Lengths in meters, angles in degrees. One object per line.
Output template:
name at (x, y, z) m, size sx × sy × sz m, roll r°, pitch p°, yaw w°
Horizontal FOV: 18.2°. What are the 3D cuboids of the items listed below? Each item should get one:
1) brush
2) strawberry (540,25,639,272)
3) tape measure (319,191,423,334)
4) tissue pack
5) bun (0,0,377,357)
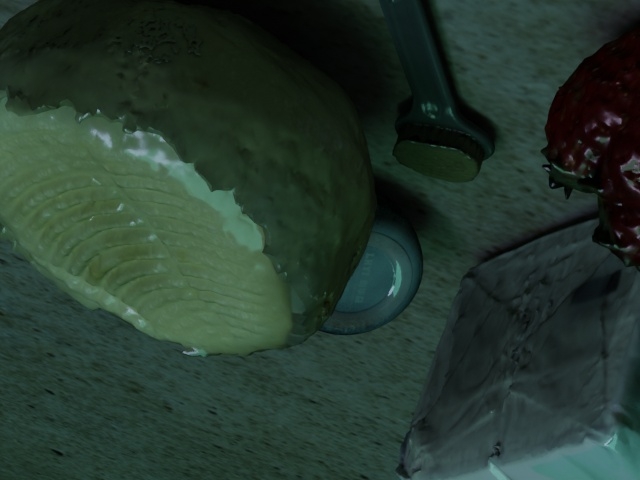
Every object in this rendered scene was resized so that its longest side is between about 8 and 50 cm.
brush at (0.050, -0.106, 1.109) m, size 0.062 × 0.027 × 0.266 m, roll 10°, pitch 155°, yaw 20°
strawberry at (0.190, -0.056, 1.025) m, size 0.131 × 0.148 × 0.131 m, roll 43°, pitch -169°, yaw -10°
tape measure at (0.000, -0.004, 1.365) m, size 0.107 × 0.104 × 0.180 m, roll 2°, pitch -165°, yaw -15°
tissue pack at (0.268, 0.143, 1.274) m, size 0.356 × 0.194 × 0.266 m, roll 28°, pitch 157°, yaw -19°
bun at (-0.083, -0.053, 1.174) m, size 0.259 × 0.152 × 0.259 m, roll 23°, pitch 149°, yaw 15°
